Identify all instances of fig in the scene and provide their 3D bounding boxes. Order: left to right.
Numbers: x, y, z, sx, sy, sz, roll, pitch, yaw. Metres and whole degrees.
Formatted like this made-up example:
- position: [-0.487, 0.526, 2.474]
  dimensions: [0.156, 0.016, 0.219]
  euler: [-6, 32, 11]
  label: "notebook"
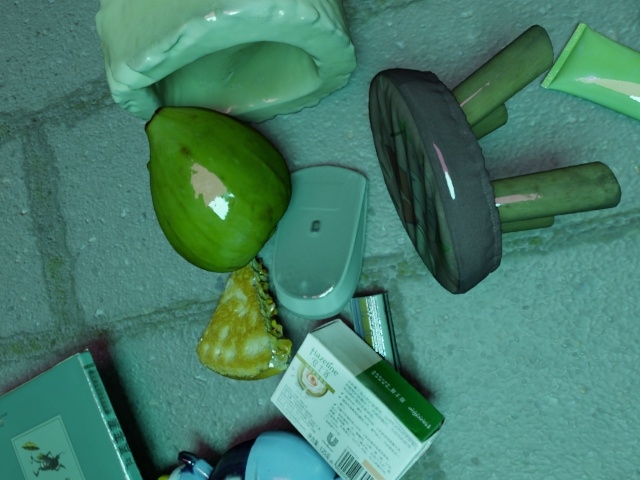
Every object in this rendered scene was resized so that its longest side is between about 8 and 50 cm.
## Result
- position: [-0.153, -0.077, 0.663]
  dimensions: [0.203, 0.203, 0.225]
  euler: [-44, 110, 10]
  label: "fig"

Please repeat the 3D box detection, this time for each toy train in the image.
- position: [0.088, 0.201, 0.683]
  dimensions: [0.055, 0.048, 0.251]
  euler: [-11, 86, 17]
  label: "toy train"

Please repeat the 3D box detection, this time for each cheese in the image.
- position: [-0.130, -0.265, 0.633]
  dimensions: [0.333, 0.292, 0.153]
  euler: [-14, 85, 22]
  label: "cheese"

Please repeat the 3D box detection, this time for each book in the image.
- position: [-0.376, 0.384, 0.733]
  dimensions: [0.264, 0.031, 0.379]
  euler: [-27, 83, 18]
  label: "book"

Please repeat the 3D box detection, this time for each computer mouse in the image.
- position: [0.000, 0.000, 0.702]
  dimensions: [0.128, 0.079, 0.230]
  euler: [8, 75, 18]
  label: "computer mouse"

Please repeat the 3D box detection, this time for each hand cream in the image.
- position: [0.388, -0.202, 0.615]
  dimensions: [0.175, 0.046, 0.095]
  euler: [33, 98, 21]
  label: "hand cream"

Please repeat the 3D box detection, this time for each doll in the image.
- position: [-0.095, 0.364, 0.681]
  dimensions: [0.314, 0.141, 0.177]
  euler: [-18, 96, 20]
  label: "doll"

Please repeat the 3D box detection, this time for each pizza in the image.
- position: [-0.108, 0.108, 0.731]
  dimensions: [0.188, 0.062, 0.198]
  euler: [-1, 79, 38]
  label: "pizza"

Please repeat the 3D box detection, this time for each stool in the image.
- position: [0.180, -0.088, 0.567]
  dimensions: [0.179, 0.272, 0.271]
  euler: [-20, 83, 0]
  label: "stool"

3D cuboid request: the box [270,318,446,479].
- position: [0.043, 0.222, 0.641]
  dimensions: [0.199, 0.081, 0.135]
  euler: [40, 118, 23]
  label: "box"
